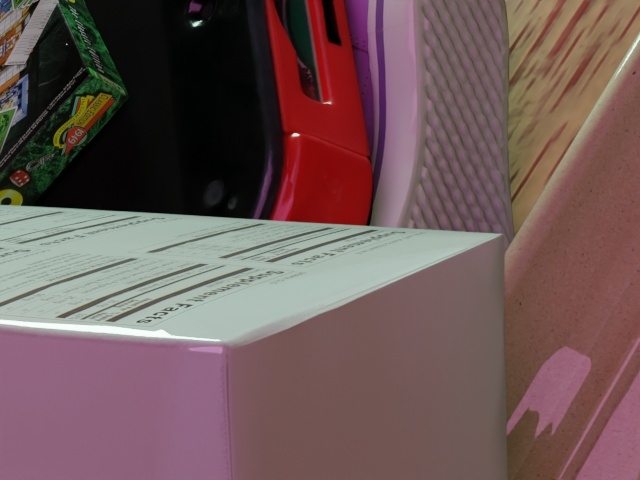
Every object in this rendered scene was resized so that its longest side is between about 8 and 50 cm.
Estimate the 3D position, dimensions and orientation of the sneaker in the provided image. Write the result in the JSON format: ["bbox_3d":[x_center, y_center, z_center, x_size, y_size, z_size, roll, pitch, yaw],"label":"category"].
[{"bbox_3d":[0.001,0.000,0.859,0.161,0.102,0.282,-12,59,34],"label":"sneaker"}]

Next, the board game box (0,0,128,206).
[{"bbox_3d":[-0.197,-0.021,0.888,0.259,0.030,0.136,-45,47,19],"label":"board game box"}]

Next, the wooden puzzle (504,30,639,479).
[{"bbox_3d":[0.237,0.067,0.729,0.348,0.080,0.322,25,74,26],"label":"wooden puzzle"}]

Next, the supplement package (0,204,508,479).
[{"bbox_3d":[-0.090,0.101,0.670,0.263,0.198,0.199,3,101,28],"label":"supplement package"}]

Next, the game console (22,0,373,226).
[{"bbox_3d":[-0.134,-0.073,0.915,0.342,0.060,0.386,-31,51,31],"label":"game console"}]
